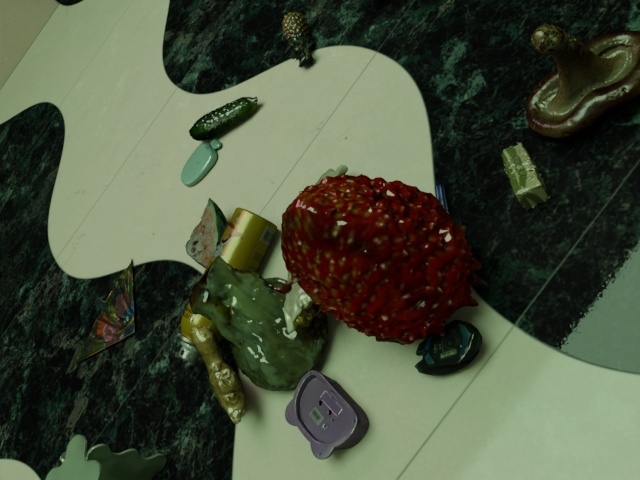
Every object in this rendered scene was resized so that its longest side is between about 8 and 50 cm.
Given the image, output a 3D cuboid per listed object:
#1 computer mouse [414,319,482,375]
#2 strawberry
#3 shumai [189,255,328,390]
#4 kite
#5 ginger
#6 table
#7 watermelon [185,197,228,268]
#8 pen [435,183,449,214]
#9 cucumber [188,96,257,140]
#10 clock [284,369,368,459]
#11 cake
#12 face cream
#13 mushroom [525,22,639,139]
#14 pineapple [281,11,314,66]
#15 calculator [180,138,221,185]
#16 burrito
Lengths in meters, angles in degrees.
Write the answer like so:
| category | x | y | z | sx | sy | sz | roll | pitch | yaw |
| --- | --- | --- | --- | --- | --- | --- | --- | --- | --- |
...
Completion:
| category | x | y | z | sx | sy | sz | roll | pitch | yaw |
| --- | --- | --- | --- | --- | --- | --- | --- | --- | --- |
| computer mouse | 0.213 | 0.181 | 1.010 | 0.135 | 0.047 | 0.079 | -30 | 39 | 38 |
| strawberry | 0.068 | 0.032 | 0.991 | 0.292 | 0.343 | 0.292 | -28 | 56 | 53 |
| shumai | -0.127 | 0.158 | 1.188 | 0.271 | 0.203 | 0.222 | 25 | 85 | 39 |
| kite | -0.547 | 0.207 | 1.623 | 0.234 | 0.016 | 0.321 | 22 | 83 | 41 |
| ginger | -0.200 | 0.261 | 1.225 | 0.058 | 0.133 | 0.214 | -22 | 79 | -15 |
| table | -0.421 | 0.493 | 1.245 | 0.166 | 0.198 | 0.167 | -17 | 58 | 30 |
| watermelon | -0.266 | 0.002 | 1.473 | 0.139 | 0.071 | 0.187 | -20 | 65 | 38 |
| pen | 0.227 | -0.014 | 1.115 | 0.025 | 0.025 | 0.204 | -19 | 56 | 30 |
| cucumber | -0.256 | -0.326 | 1.635 | 0.227 | 0.069 | 0.069 | -22 | 55 | 23 |
| clock | 0.010 | 0.315 | 1.098 | 0.110 | 0.050 | 0.152 | -53 | 46 | 3 |
| cake | 0.354 | -0.113 | 1.066 | 0.051 | 0.055 | 0.140 | -30 | 35 | 25 |
| face cream | -0.215 | 0.104 | 1.349 | 0.105 | 0.105 | 0.349 | 19 | 81 | 43 |
| mushroom | 0.412 | -0.283 | 0.973 | 0.227 | 0.217 | 0.148 | -40 | 48 | 15 |
| pineapple | -0.055 | -0.509 | 1.569 | 0.074 | 0.074 | 0.159 | -28 | 61 | 25 |
| calculator | -0.323 | -0.212 | 1.655 | 0.153 | 0.021 | 0.095 | -50 | 47 | 10 |
| burrito | 0.000 | 0.000 | 1.202 | 0.117 | 0.076 | 0.392 | -31 | 34 | 39 |
